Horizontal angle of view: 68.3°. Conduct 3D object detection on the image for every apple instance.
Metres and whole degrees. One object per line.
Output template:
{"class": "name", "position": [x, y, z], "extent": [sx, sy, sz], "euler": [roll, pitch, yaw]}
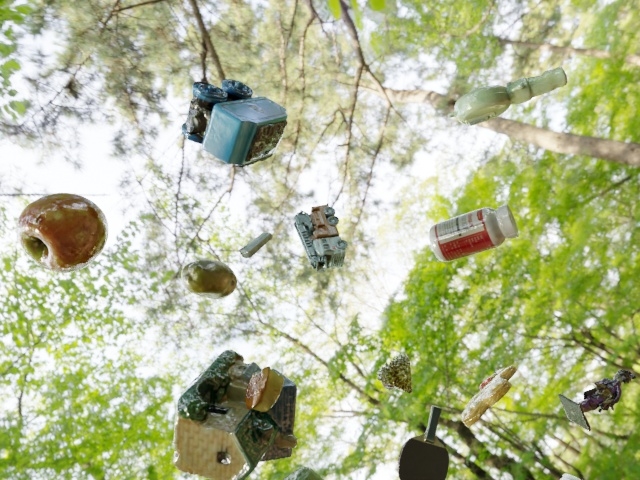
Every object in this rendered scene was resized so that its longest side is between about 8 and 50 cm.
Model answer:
{"class": "apple", "position": [-0.606, -0.023, 1.124], "extent": [0.196, 0.196, 0.196], "euler": [-25, -51, -35]}

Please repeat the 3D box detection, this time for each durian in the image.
{"class": "durian", "position": [0.243, 0.437, 1.570], "extent": [0.186, 0.108, 0.119], "euler": [68, -156, -85]}

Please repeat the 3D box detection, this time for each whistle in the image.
{"class": "whistle", "position": [0.420, -0.323, 1.076], "extent": [0.126, 0.258, 0.067], "euler": [1, -107, -67]}

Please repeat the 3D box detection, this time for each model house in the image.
{"class": "model house", "position": [-0.258, 0.613, 1.610], "extent": [0.382, 0.342, 0.334], "euler": [-28, -55, -72]}

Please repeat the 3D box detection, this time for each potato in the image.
{"class": "potato", "position": [-0.396, 0.141, 1.683], "extent": [0.154, 0.137, 0.200], "euler": [-30, -33, 20]}

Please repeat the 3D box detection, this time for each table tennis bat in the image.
{"class": "table tennis bat", "position": [0.366, 0.724, 1.631], "extent": [0.022, 0.173, 0.301], "euler": [74, -149, -80]}

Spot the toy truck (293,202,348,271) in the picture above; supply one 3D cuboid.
{"class": "toy truck", "position": [0.000, 0.000, 2.068], "extent": [0.184, 0.338, 0.133], "euler": [-6, -40, -15]}

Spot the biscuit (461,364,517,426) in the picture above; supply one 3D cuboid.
{"class": "biscuit", "position": [0.393, 0.348, 1.101], "extent": [0.158, 0.035, 0.240], "euler": [-49, -19, 15]}

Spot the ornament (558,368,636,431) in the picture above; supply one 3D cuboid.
{"class": "ornament", "position": [0.734, 0.403, 1.244], "extent": [0.203, 0.081, 0.088], "euler": [-30, -82, -15]}

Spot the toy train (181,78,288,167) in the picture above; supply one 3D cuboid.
{"class": "toy train", "position": [-0.257, -0.358, 1.437], "extent": [0.188, 0.265, 0.300], "euler": [-63, -11, 30]}

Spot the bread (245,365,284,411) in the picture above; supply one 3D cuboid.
{"class": "bread", "position": [-0.180, 0.467, 1.461], "extent": [0.086, 0.156, 0.125], "euler": [26, -124, -18]}

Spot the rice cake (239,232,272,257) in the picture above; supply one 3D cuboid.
{"class": "rice cake", "position": [-0.234, 0.013, 1.727], "extent": [0.211, 0.043, 0.034], "euler": [-49, -41, -63]}

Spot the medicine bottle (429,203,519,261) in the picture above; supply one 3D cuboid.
{"class": "medicine bottle", "position": [0.477, -0.023, 1.481], "extent": [0.131, 0.250, 0.131], "euler": [38, -138, -44]}

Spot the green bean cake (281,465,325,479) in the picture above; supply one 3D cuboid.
{"class": "green bean cake", "position": [-0.084, 0.515, 0.767], "extent": [0.248, 0.125, 0.222], "euler": [-49, 2, 29]}

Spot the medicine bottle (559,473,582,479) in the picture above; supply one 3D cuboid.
{"class": "medicine bottle", "position": [0.761, 0.918, 1.507], "extent": [0.324, 0.124, 0.179], "euler": [-46, -65, -24]}
